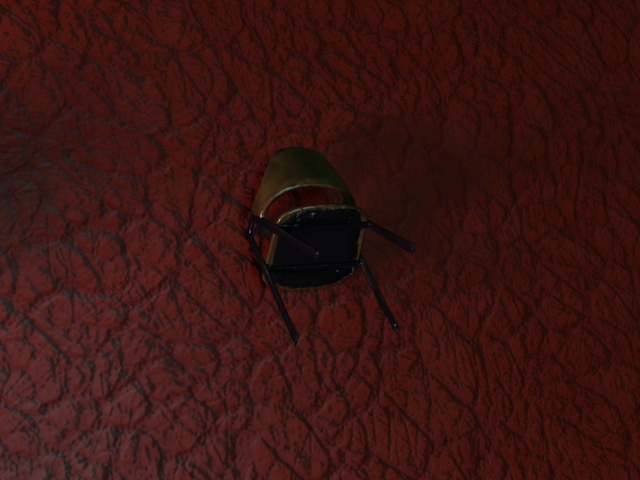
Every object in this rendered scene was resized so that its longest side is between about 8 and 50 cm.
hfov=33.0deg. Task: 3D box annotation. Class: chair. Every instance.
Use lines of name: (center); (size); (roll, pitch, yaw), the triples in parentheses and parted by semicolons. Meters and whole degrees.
chair: (0.000, 0.000, 1.488); (0.158, 0.172, 0.247); (-4, 31, -27)
